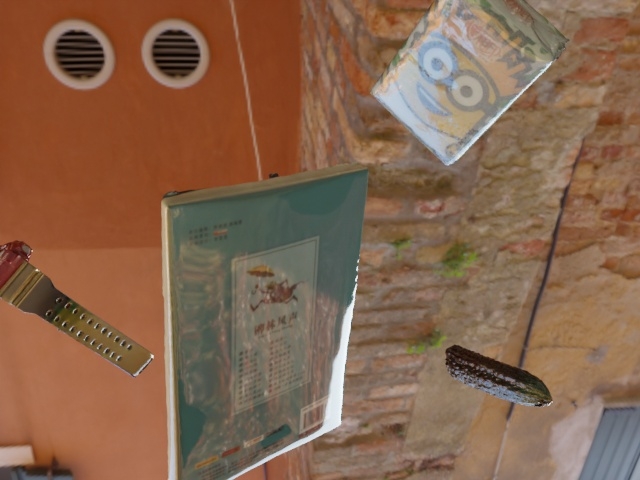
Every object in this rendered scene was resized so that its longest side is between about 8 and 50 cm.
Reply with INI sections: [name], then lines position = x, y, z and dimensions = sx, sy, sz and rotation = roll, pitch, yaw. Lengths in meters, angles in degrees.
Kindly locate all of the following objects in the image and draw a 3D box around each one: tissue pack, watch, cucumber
[tissue pack]
position = 0.264, -0.320, 1.148
dimensions = 0.228, 0.311, 0.128
rotation = 43, -128, 1
[watch]
position = -0.391, 0.109, 0.934
dimensions = 0.164, 0.268, 0.102
rotation = 16, -115, 44
[cucumber]
position = 0.337, 0.263, 1.194
dimensions = 0.077, 0.077, 0.265
rotation = -9, -175, -22

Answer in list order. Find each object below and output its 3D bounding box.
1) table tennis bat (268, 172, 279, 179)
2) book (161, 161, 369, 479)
[table tennis bat]
position = -0.060, -0.025, 0.884
dimensions = 0.014, 0.158, 0.095
rotation = -9, -142, -8
[book]
position = -0.059, 0.108, 0.717
dimensions = 0.264, 0.380, 0.031
rotation = -14, -151, -38
